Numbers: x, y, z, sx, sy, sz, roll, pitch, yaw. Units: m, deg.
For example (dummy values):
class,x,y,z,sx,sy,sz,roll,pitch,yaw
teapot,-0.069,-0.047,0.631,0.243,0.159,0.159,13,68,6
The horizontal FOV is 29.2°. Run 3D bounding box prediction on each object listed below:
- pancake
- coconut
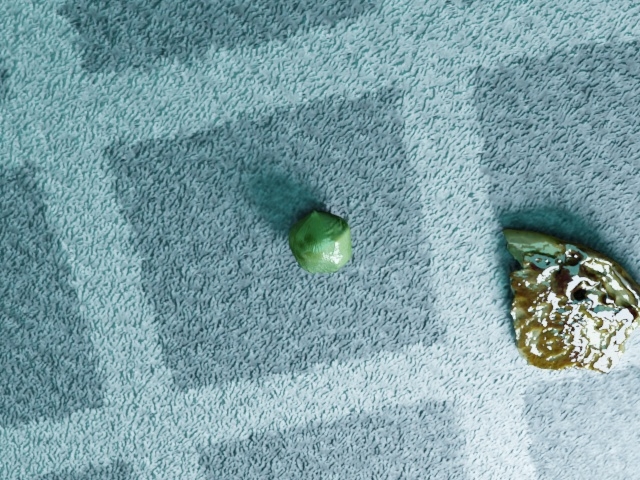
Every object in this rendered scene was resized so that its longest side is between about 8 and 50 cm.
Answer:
class,x,y,z,sx,sy,sz,roll,pitch,yaw
pancake,0.376,0.083,1.762,0.212,0.056,0.257,-9,123,9
coconut,0.000,0.000,1.689,0.088,0.088,0.096,-14,120,4
